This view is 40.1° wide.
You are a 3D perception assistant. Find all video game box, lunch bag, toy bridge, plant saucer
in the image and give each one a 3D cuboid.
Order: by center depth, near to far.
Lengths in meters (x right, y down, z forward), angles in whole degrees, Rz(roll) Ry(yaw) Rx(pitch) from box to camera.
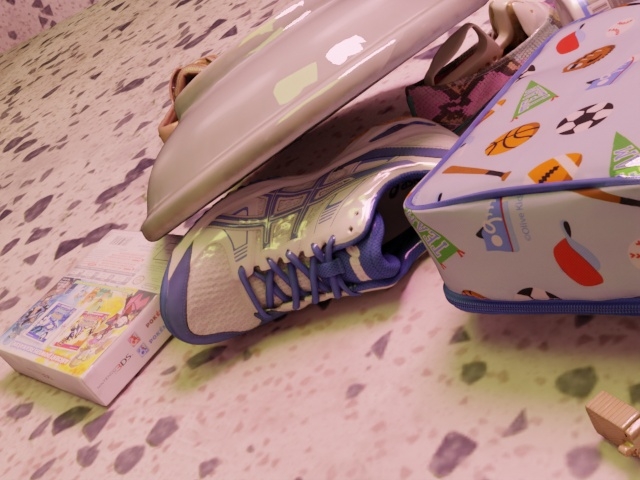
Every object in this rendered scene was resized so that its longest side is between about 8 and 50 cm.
[{"bbox_3d":[0.232,0.057,0.485,0.188,0.026,0.063,-38,30,-13],"label":"toy bridge"},{"bbox_3d":[0.208,-0.072,0.601,0.243,0.115,0.303,-8,30,48],"label":"lunch bag"},{"bbox_3d":[-0.028,-0.152,0.848,0.400,0.101,0.400,-35,6,4],"label":"plant saucer"},{"bbox_3d":[-0.214,0.068,0.887,0.205,0.048,0.187,5,43,48],"label":"video game box"}]

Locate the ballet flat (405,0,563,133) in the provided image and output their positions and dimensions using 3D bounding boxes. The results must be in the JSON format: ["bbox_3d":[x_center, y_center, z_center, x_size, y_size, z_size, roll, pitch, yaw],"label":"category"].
[{"bbox_3d":[0.172,-0.191,0.877,0.221,0.079,0.077,-40,31,-14],"label":"ballet flat"}]

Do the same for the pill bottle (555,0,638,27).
[{"bbox_3d":[0.296,-0.228,0.813,0.137,0.078,0.078,-26,29,10],"label":"pill bottle"}]

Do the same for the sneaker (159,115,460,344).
[{"bbox_3d":[0.000,0.000,0.716,0.296,0.112,0.131,-34,29,-1],"label":"sneaker"}]

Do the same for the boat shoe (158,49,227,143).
[{"bbox_3d":[-0.133,-0.190,1.144,0.121,0.110,0.341,-24,30,15],"label":"boat shoe"}]
